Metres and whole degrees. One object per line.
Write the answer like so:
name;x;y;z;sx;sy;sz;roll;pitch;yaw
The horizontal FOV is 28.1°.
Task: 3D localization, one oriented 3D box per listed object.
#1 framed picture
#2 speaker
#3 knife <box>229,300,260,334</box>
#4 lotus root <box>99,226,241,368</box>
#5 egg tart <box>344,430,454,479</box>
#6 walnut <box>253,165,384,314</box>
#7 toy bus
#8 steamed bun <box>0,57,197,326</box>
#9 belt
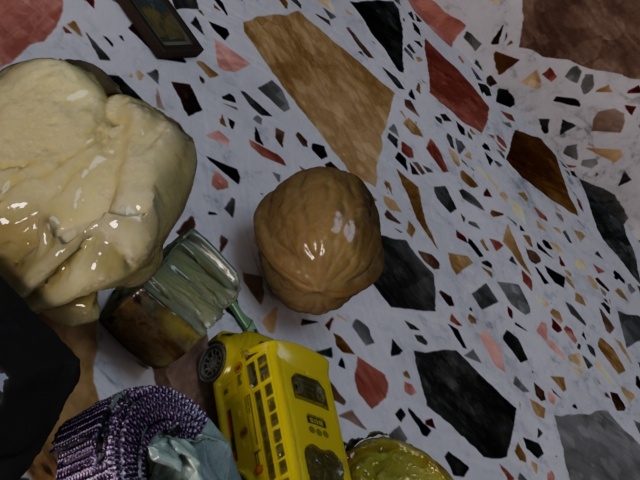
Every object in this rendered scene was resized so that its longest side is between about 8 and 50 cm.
framed picture;-0.298;-0.402;2.314;0.168;0.023;0.128;55;28;10
speaker;-0.438;0.110;1.379;0.388;0.184;0.180;43;13;13
knife;-0.116;0.123;1.950;0.207;0.014;0.030;57;29;10
lotus root;-0.207;0.083;1.740;0.119;0.138;0.235;51;27;-9
egg tart;0.117;0.410;1.858;0.279;0.095;0.278;30;34;-23
walnut;0.000;0.000;2.046;0.225;0.225;0.261;36;30;-24
toy bus;-0.057;0.251;1.733;0.144;0.152;0.330;25;37;-36
steamed bun;-0.321;-0.059;1.617;0.372;0.230;0.325;28;58;25
belt;-0.173;0.324;1.470;0.324;0.122;0.260;61;23;-2
